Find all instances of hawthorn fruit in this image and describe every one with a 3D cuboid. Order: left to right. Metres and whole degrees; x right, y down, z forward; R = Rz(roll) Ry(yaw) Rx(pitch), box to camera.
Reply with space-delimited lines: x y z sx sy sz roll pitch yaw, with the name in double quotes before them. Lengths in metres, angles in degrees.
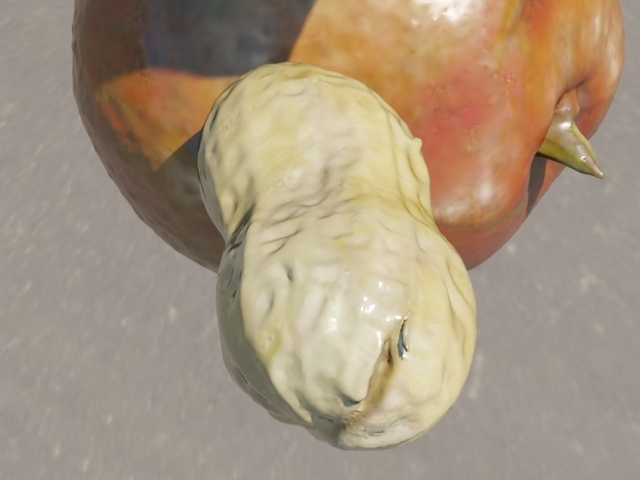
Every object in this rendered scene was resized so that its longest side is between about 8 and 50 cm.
"hawthorn fruit" 0.035 -0.135 1.390 0.403 0.403 0.403 0 100 -2

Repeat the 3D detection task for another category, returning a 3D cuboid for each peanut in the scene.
"peanut" 0.000 0.000 1.092 0.149 0.313 0.149 -7 132 -8
